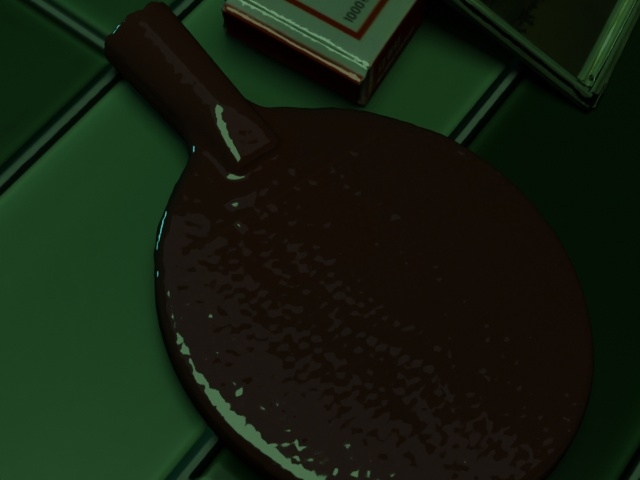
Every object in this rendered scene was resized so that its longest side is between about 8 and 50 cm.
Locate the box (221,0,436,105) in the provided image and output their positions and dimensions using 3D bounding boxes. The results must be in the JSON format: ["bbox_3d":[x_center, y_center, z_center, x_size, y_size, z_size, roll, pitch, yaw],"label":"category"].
[{"bbox_3d":[0.031,-0.208,1.003,0.123,0.050,0.229,29,60,9],"label":"box"}]

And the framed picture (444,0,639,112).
[{"bbox_3d":[0.176,-0.243,1.028,0.197,0.014,0.252,36,60,-9],"label":"framed picture"}]

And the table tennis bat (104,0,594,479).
[{"bbox_3d":[0.000,0.000,0.881,0.268,0.051,0.415,-34,71,-24],"label":"table tennis bat"}]
